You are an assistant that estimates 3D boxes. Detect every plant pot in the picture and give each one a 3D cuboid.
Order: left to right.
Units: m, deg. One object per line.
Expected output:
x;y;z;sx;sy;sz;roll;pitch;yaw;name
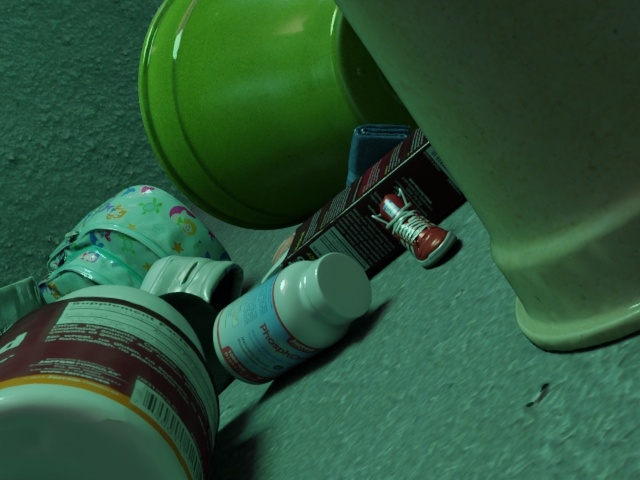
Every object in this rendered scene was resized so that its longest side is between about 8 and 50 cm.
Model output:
0.017;-0.206;1.738;0.366;0.366;0.353;-48;22;-27;plant pot
0.162;-0.153;0.904;0.334;0.305;0.334;-42;9;8;plant pot

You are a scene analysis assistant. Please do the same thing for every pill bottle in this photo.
-0.203;0.174;1.195;0.224;0.224;0.392;-42;9;8;pill bottle
-0.026;0.073;1.338;0.160;0.087;0.087;-34;13;43;pill bottle

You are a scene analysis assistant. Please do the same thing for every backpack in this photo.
-0.252;0.050;1.941;0.253;0.225;0.191;-32;16;45;backpack

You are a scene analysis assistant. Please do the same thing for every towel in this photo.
0.064;-0.080;1.565;0.119;0.067;0.029;96;175;-47;towel

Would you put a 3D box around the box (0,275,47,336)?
-0.396;0.205;1.765;0.076;0.242;0.307;-23;-5;-37;box

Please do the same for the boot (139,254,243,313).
-0.183;0.127;1.728;0.123;0.095;0.258;-1;56;34;boot

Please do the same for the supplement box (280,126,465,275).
0.074;-0.040;1.469;0.239;0.073;0.130;-39;9;18;supplement box

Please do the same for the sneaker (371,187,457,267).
0.086;-0.013;1.317;0.042;0.067;0.118;-44;10;-5;sneaker

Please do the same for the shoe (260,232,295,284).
0.000;0.000;1.615;0.178;0.063;0.081;-43;14;25;shoe

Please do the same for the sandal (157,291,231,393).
-0.281;0.218;1.488;0.446;0.167;0.107;-43;5;-6;sandal
